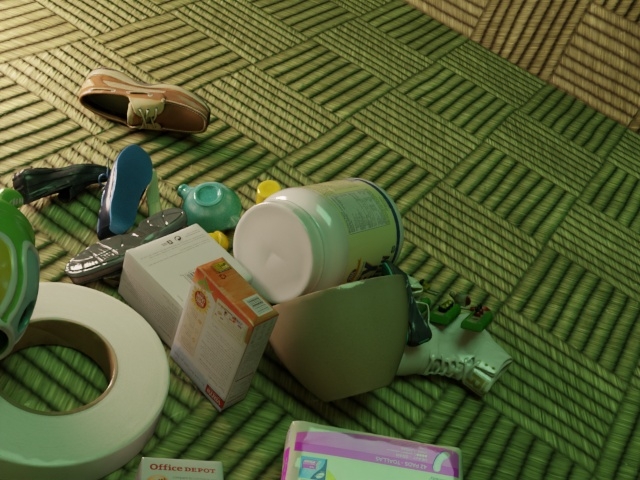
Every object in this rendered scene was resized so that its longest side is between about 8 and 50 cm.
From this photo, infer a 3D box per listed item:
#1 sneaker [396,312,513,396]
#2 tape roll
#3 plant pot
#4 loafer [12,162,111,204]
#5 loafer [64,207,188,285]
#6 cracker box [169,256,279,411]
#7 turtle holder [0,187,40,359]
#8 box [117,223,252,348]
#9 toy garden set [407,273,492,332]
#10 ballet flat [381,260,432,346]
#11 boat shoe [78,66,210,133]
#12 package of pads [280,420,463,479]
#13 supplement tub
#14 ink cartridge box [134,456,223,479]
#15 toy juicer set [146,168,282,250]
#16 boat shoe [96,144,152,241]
[{"bbox_3d":[0.274,0.248,1.688,0.292,0.108,0.169,-13,47,-39],"label":"sneaker"},{"bbox_3d":[-0.449,0.228,1.377,0.392,0.072,0.392,14,38,-12],"label":"tape roll"},{"bbox_3d":[0.045,0.193,1.542,0.284,0.284,0.191,-8,78,-34],"label":"plant pot"},{"bbox_3d":[-0.542,-0.117,1.755,0.223,0.076,0.078,-13,85,-46],"label":"loafer"},{"bbox_3d":[-0.372,0.029,1.642,0.267,0.084,0.096,-31,38,-28],"label":"loafer"},{"bbox_3d":[-0.174,0.167,1.455,0.156,0.232,0.067,43,41,24],"label":"cracker box"},{"bbox_3d":[-0.528,0.047,1.244,0.243,0.320,0.227,7,50,-44],"label":"turtle holder"},{"bbox_3d":[-0.262,0.086,1.601,0.182,0.119,0.181,41,41,23],"label":"box"},{"bbox_3d":[0.249,0.124,1.766,0.244,0.049,0.204,11,12,21],"label":"toy garden set"},{"bbox_3d":[0.178,0.124,1.656,0.074,0.074,0.203,5,47,-22],"label":"ballet flat"},{"bbox_3d":[-0.434,-0.318,2.017,0.324,0.122,0.120,15,43,4],"label":"boat shoe"},{"bbox_3d":[0.078,0.428,1.311,0.296,0.101,0.229,9,53,-2],"label":"package of pads"},{"bbox_3d":[0.000,0.000,1.702,0.235,0.235,0.325,41,30,22],"label":"supplement tub"},{"bbox_3d":[-0.213,0.427,1.209,0.128,0.127,0.176,8,39,-17],"label":"ink cartridge box"},{"bbox_3d":[-0.250,-0.046,1.811,0.329,0.089,0.209,7,55,6],"label":"toy juicer set"},{"bbox_3d":[-0.433,-0.106,1.757,0.109,0.089,0.258,40,36,-23],"label":"boat shoe"}]
